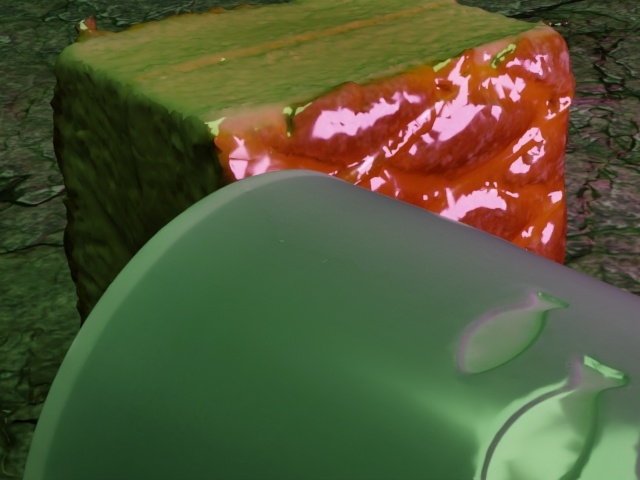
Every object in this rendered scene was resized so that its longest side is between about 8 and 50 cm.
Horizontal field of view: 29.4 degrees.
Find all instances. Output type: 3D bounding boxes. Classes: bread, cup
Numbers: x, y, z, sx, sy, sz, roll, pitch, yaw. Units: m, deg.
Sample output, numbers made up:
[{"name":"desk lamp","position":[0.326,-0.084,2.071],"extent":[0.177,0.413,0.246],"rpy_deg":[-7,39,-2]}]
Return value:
[{"name":"bread","position":[0.000,0.000,0.768],"extent":[0.279,0.279,0.207],"rpy_deg":[-19,31,-37]},{"name":"cup","position":[0.028,0.139,0.474],"extent":[0.274,0.259,0.357],"rpy_deg":[21,24,36]}]
